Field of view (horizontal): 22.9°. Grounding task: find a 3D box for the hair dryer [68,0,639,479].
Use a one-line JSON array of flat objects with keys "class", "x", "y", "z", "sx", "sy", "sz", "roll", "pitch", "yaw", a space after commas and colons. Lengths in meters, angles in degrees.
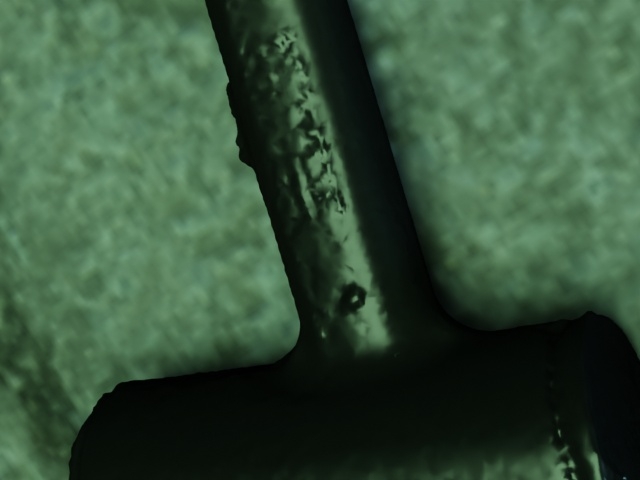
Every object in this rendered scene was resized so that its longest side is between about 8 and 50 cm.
[{"class": "hair dryer", "x": 0.000, "y": 0.000, "z": 0.536, "sx": 0.197, "sy": 0.089, "sz": 0.251, "roll": -11, "pitch": 94, "yaw": 25}]
